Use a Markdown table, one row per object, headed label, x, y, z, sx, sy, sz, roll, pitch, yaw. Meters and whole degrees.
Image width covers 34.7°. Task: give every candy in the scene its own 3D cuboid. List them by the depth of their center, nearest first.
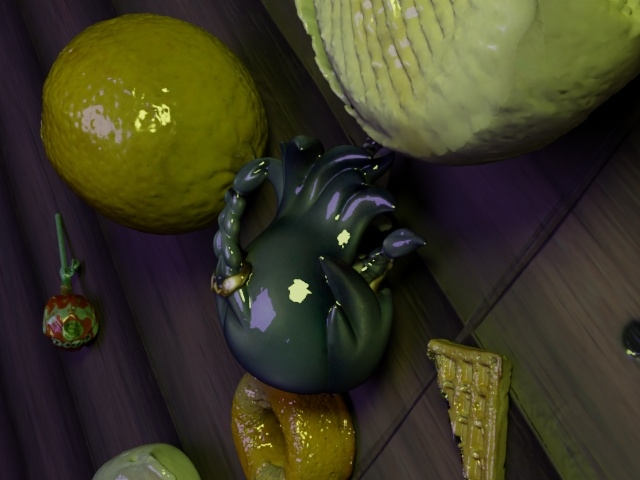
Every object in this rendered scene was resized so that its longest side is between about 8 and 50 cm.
| label | x | y | z | sx | sy | sz | roll | pitch | yaw |
| --- | --- | --- | --- | --- | --- | --- | --- | --- | --- |
| candy | -0.403 | 0.058 | 1.622 | 0.084 | 0.078 | 0.287 | 75 | 176 | -45 |

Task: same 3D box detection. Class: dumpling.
| label | x | y | z | sx | sy | sz | roll | pitch | yaw |
| --- | --- | --- | --- | --- | --- | --- | --- | --- | --- |
| dumpling | -0.206 | 0.343 | 1.264 | 0.179 | 0.131 | 0.252 | 63 | 150 | 1 |

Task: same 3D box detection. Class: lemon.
| label | x | y | z | sx | sy | sz | roll | pitch | yaw |
| --- | --- | --- | --- | --- | --- | --- | --- | --- | --- |
| lemon | -0.187 | -0.131 | 1.161 | 0.267 | 0.267 | 0.267 | -7 | 82 | 54 |

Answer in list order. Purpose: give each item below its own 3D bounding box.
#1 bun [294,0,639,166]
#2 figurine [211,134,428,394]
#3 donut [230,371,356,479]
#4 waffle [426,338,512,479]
| label | x | y | z | sx | sy | sz | roll | pitch | yaw |
| --- | --- | --- | --- | --- | --- | --- | --- | --- | --- |
| bun | 0.135 | -0.237 | 0.755 | 0.364 | 0.202 | 0.364 | 7 | 99 | 59 |
| figurine | -0.005 | 0.013 | 0.971 | 0.175 | 0.197 | 0.265 | 85 | 179 | -82 |
| donut | -0.039 | 0.203 | 1.078 | 0.178 | 0.065 | 0.162 | 44 | 123 | 46 |
| waffle | 0.124 | 0.166 | 0.888 | 0.097 | 0.023 | 0.152 | 3 | 90 | 56 |
